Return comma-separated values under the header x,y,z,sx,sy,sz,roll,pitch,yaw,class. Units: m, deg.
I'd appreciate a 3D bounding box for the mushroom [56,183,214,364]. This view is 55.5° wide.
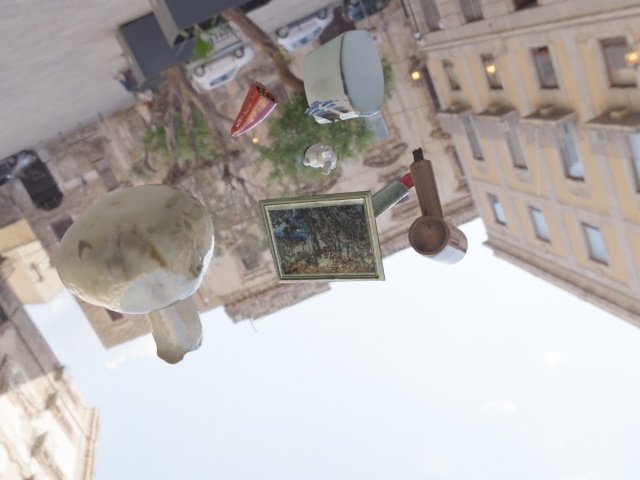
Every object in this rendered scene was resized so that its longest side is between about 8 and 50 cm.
x,y,z,sx,sy,sz,roll,pitch,yaw,class
-0.332,0.069,1.178,0.314,0.336,0.314,-11,-158,4,mushroom

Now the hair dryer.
x,y,z,sx,sy,sz,roll,pitch,yaw,class
0.170,-0.055,0.925,0.064,0.182,0.117,-17,164,26,hair dryer

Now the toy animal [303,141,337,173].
x,y,z,sx,sy,sz,roll,pitch,yaw,class
0.007,-0.235,1.710,0.085,0.071,0.124,-18,-156,-35,toy animal

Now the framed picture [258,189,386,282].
x,y,z,sx,sy,sz,roll,pitch,yaw,class
0.000,0.000,0.912,0.183,0.142,0.011,-3,-160,24,framed picture

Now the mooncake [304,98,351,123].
x,y,z,sx,sy,sz,roll,pitch,yaw,class
0.003,-0.314,0.856,0.150,0.347,0.057,15,-139,-1,mooncake

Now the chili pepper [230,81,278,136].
x,y,z,sx,sy,sz,roll,pitch,yaw,class
-0.198,-0.350,1.684,0.169,0.088,0.065,-46,-172,29,chili pepper

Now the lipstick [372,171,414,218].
x,y,z,sx,sy,sz,roll,pitch,yaw,class
0.085,-0.051,1.214,0.312,0.051,0.051,-39,-165,-20,lipstick

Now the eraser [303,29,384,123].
x,y,z,sx,sy,sz,roll,pitch,yaw,class
0.047,-0.386,1.471,0.104,0.189,0.290,-17,-168,-16,eraser
